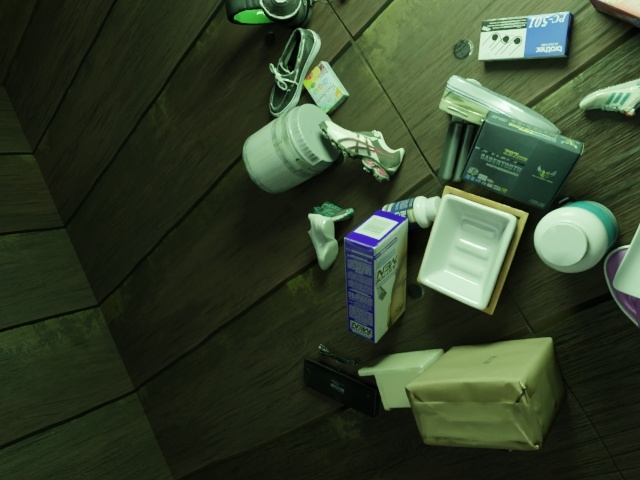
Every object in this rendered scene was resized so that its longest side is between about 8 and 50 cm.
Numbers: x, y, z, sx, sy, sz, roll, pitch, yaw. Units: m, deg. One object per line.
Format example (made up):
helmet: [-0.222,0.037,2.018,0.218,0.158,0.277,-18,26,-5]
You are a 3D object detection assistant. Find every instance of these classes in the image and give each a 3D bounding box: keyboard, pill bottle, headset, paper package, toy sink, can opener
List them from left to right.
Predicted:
headset: [-0.104,-0.760,1.547,0.395,0.243,0.185,-3,103,16]
keyboard: [0.069,0.478,1.760,0.317,0.033,0.201,15,114,33]
toy sink: [0.258,0.428,1.530,0.234,0.153,0.131,-17,88,37]
pill bottle: [0.271,-0.076,1.464,0.169,0.094,0.094,-13,90,38]
can opener: [0.376,-0.302,1.371,0.093,0.074,0.280,-142,56,-66]
paper package: [0.430,0.382,1.282,0.310,0.325,0.168,-15,90,37]
pill bottle: [0.577,-0.010,1.137,0.146,0.264,0.146,7,102,36]

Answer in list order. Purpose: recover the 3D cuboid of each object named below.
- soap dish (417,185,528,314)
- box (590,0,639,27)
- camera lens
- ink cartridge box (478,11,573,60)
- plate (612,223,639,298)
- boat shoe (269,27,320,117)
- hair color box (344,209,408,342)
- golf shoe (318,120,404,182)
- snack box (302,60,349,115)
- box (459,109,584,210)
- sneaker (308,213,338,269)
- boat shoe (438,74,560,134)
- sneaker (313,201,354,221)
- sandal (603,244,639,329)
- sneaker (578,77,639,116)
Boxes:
soap dish: [0.411,0.022,1.361,0.229,0.118,0.290,25,112,31]
box: [0.719,-0.496,1.012,0.300,0.154,0.142,40,120,24]
camera lens: [-0.100,-0.290,1.627,0.274,0.219,0.219,-24,84,37]
ink cartridge box: [0.504,-0.501,1.241,0.207,0.046,0.097,10,105,35]
plate: [0.817,0.032,1.059,0.277,0.045,0.277,24,91,30]
boat shoe: [-0.108,-0.549,1.657,0.113,0.105,0.306,48,123,20]
hair color box: [0.165,0.106,1.460,0.110,0.185,0.338,20,130,32]
golf shoe: [0.122,-0.292,1.517,0.273,0.105,0.120,36,99,0]
snack box: [0.016,-0.490,1.617,0.100,0.037,0.141,-40,75,36]
box: [0.483,-0.193,1.225,0.233,0.059,0.183,24,137,12]
sneaker: [0.000,0.000,1.671,0.094,0.080,0.212,23,133,33]
boat shoe: [0.445,-0.312,1.263,0.302,0.109,0.094,32,120,13]
sneaker: [0.035,-0.095,1.663,0.167,0.065,0.076,-12,87,36]
sandal: [0.792,0.193,1.113,0.169,0.102,0.416,-37,75,35]
sneaker: [0.677,-0.312,1.137,0.161,0.057,0.075,-12,85,35]
